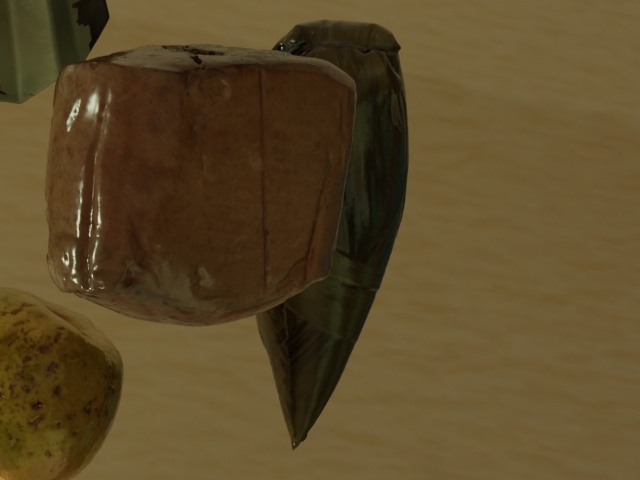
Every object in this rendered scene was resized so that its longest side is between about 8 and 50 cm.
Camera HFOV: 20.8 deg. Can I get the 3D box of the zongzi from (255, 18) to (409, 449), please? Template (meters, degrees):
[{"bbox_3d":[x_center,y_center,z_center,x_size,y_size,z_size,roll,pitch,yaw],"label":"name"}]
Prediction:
[{"bbox_3d":[0.000,0.000,1.431,0.286,0.138,0.300,100,177,-69],"label":"zongzi"}]

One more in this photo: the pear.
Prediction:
[{"bbox_3d":[-0.249,0.127,1.410,0.178,0.178,0.178,-170,90,-77],"label":"pear"}]

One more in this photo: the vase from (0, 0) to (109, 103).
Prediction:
[{"bbox_3d":[-0.190,-0.208,0.953,0.360,0.165,0.165,112,164,-68],"label":"vase"}]

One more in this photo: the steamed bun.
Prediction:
[{"bbox_3d":[-0.066,-0.031,0.900,0.106,0.175,0.145,16,102,42],"label":"steamed bun"}]
